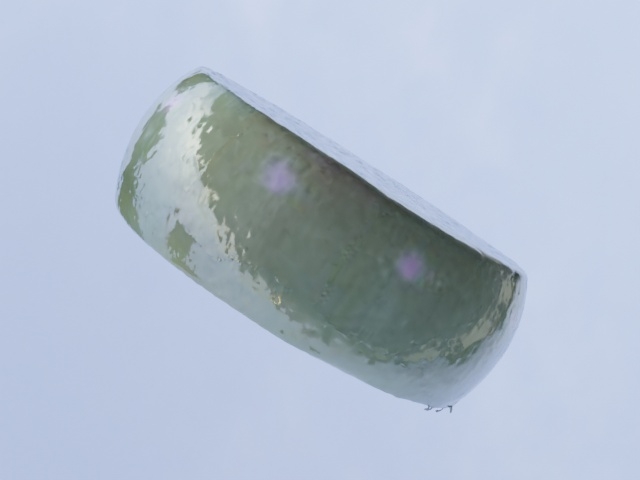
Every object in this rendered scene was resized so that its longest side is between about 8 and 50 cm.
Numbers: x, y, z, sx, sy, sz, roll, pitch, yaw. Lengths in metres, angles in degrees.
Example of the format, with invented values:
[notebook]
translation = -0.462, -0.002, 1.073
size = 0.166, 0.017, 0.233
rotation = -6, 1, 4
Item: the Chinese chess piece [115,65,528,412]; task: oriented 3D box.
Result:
[Chinese chess piece]
translation = 0.000, 0.000, 0.522
size = 0.144, 0.058, 0.144
rotation = 31, -174, -3
